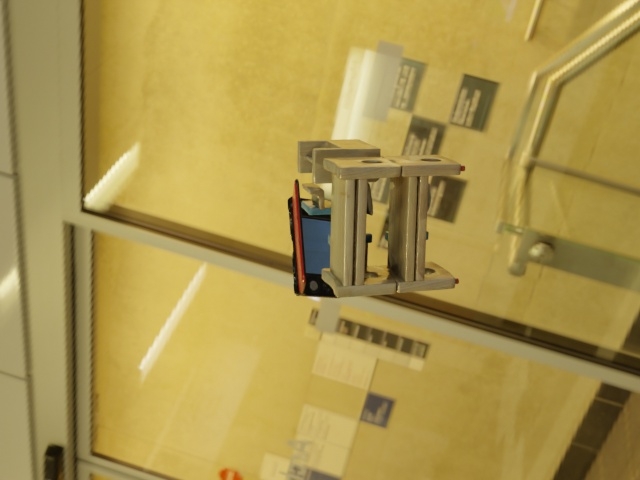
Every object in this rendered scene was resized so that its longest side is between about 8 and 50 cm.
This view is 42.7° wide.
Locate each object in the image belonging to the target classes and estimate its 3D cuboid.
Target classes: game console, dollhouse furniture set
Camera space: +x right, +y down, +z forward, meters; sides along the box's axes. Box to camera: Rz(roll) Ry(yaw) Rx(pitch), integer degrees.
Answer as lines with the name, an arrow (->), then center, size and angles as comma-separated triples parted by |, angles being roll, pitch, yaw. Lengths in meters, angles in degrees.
game console -> 0.000, 0.000, 1.129 | 0.085, 0.124, 0.144 | -24, 66, 51
dollhouse furniture set -> 0.057, -0.033, 0.877 | 0.184, 0.128, 0.130 | -134, 43, -70
